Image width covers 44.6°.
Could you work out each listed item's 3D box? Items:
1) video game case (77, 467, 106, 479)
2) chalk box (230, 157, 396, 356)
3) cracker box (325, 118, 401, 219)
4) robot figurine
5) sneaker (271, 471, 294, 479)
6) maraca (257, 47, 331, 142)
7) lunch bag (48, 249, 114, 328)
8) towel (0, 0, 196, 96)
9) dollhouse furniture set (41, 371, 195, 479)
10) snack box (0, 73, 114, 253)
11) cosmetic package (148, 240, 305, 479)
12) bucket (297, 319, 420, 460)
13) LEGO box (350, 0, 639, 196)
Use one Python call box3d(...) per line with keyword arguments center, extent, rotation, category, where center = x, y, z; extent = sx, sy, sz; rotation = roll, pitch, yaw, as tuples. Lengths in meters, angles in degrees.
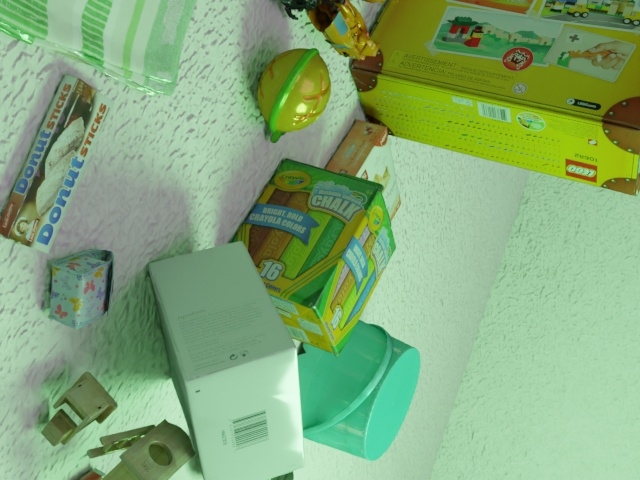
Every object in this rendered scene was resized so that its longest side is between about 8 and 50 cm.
box3d(center=(-0.373, 0.434, 0.954), extent=(0.285, 0.025, 0.204), rotation=(-29, 132, -56), category="video game case")
box3d(center=(0.000, 0.000, 1.237), extent=(0.288, 0.180, 0.179), rotation=(-61, 153, -23), category="chalk box")
box3d(center=(0.080, -0.090, 1.467), extent=(0.155, 0.067, 0.232), rotation=(-59, 151, -25), category="cracker box")
box3d(center=(0.028, -0.396, 1.131), extent=(0.211, 0.085, 0.291), rotation=(-69, 155, -8), category="robot figurine")
box3d(center=(-0.152, 0.474, 1.378), extent=(0.267, 0.101, 0.106), rotation=(-53, 131, -40), category="sneaker")
box3d(center=(-0.039, -0.206, 1.120), extent=(0.127, 0.099, 0.185), rotation=(-55, 177, -15), category="maraca")
box3d(center=(-0.263, 0.052, 0.887), extent=(0.083, 0.053, 0.071), rotation=(-32, 136, -67), category="lunch bag")
box3d(center=(-0.217, -0.293, 0.763), extent=(0.325, 0.038, 0.247), rotation=(9, 98, -64), category="towel")
box3d(center=(-0.276, 0.269, 0.958), extent=(0.182, 0.161, 0.101), rotation=(-45, 175, 25), category="dollhouse furniture set")
box3d(center=(-0.274, -0.078, 0.809), extent=(0.178, 0.022, 0.064), rotation=(-69, 156, -7), category="snack box")
box3d(center=(-0.121, 0.162, 1.012), extent=(0.138, 0.224, 0.224), rotation=(-15, 130, -16), category="cosmetic package")
box3d(center=(0.068, 0.293, 1.565), extent=(0.281, 0.183, 0.281), rotation=(-43, 143, -45), category="bucket")
box3d(center=(0.362, -0.334, 1.365), extent=(0.372, 0.500, 0.193), rotation=(-61, 152, -19), category="LEGO box")
